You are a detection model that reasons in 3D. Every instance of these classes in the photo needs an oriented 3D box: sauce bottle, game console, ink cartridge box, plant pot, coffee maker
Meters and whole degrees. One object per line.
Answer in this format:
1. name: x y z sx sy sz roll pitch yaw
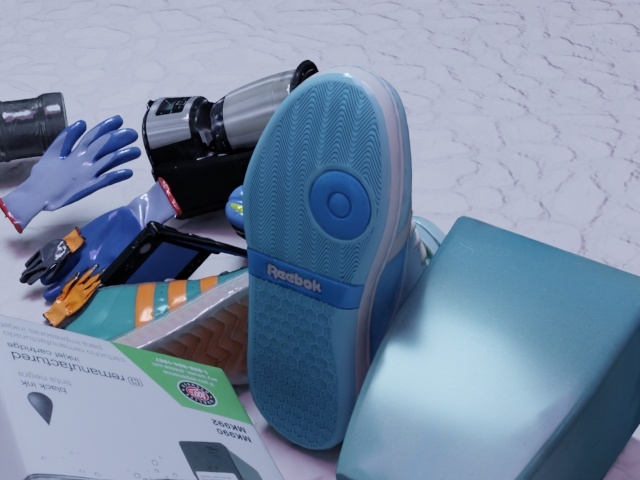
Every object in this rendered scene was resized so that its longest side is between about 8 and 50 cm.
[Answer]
1. sauce bottle: -0.441 -0.102 1.190 0.344 0.111 0.111 -8 37 -12
2. game console: -0.114 0.027 0.992 0.107 0.122 0.071 -46 69 9
3. ink cartridge box: -0.116 0.192 0.697 0.211 0.121 0.289 20 21 -39
4. plant pot: 0.117 0.134 0.820 0.165 0.165 0.234 22 49 27
5. coffee maker: -0.072 -0.078 1.134 0.178 0.171 0.120 -11 5 21

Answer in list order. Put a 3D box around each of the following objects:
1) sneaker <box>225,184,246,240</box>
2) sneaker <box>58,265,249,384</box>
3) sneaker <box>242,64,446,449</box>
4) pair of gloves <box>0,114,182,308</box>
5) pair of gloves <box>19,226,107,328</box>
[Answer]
1. sneaker: 0.000 0.000 1.073 0.188 0.078 0.067 21 69 6
2. sneaker: -0.125 0.071 0.949 0.302 0.108 0.121 -21 37 -32
3. sneaker: 0.042 -0.009 0.894 0.127 0.319 0.208 27 36 26
4. pair of gloves: -0.221 -0.027 1.082 0.159 0.023 0.198 -38 61 1
5. pair of gloves: -0.239 0.033 1.042 0.074 0.010 0.083 -40 59 -1
